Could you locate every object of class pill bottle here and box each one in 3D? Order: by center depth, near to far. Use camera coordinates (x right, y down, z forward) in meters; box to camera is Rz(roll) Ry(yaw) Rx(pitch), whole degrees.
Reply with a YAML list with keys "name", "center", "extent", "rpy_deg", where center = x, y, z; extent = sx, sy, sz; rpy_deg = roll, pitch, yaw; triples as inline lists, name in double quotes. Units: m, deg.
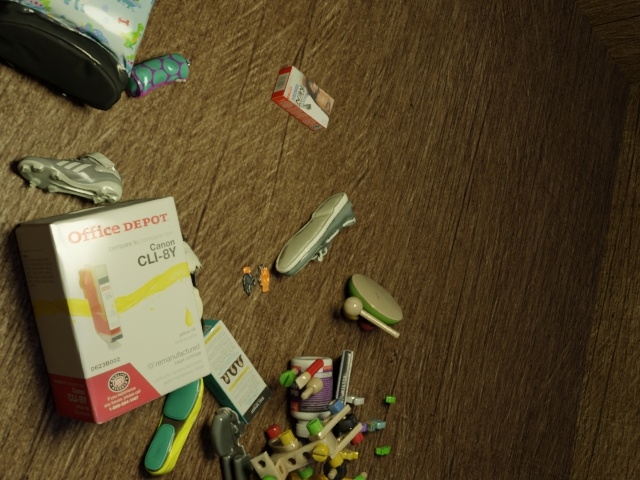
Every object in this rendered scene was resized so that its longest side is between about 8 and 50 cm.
- name: "pill bottle"
  center: [-0.023, 0.397, 1.846]
  extent: [0.108, 0.108, 0.194]
  rpy_deg: [4, 85, -45]

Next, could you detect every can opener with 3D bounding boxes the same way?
- name: "can opener"
  center: [-0.207, 0.520, 1.678]
  extent: [0.093, 0.074, 0.281]
  rpy_deg: [-21, 105, -46]

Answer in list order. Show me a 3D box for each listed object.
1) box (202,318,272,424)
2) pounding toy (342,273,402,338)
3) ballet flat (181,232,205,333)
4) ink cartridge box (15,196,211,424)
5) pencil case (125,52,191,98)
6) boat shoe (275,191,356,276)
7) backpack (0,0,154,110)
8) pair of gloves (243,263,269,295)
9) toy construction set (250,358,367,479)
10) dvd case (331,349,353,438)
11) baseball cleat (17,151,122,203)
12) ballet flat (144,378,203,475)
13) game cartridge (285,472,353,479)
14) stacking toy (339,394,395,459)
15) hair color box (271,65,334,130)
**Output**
- name: "box"
  center: [-0.217, 0.306, 1.687]
  extent: [0.100, 0.060, 0.244]
  rpy_deg: [-48, 120, -35]
- name: "pounding toy"
  center: [0.124, 0.202, 1.997]
  extent: [0.183, 0.110, 0.237]
  rpy_deg: [38, 18, -5]
- name: "ballet flat"
  center: [-0.299, 0.087, 1.592]
  extent: [0.095, 0.096, 0.281]
  rpy_deg: [-18, 100, -44]
- name: "ink cartridge box"
  center: [-0.404, 0.124, 1.437]
  extent: [0.279, 0.160, 0.385]
  rpy_deg: [-18, 101, -44]
- name: "pencil case"
  center: [-0.357, -0.360, 1.582]
  extent: [0.151, 0.064, 0.070]
  rpy_deg: [-34, 86, -41]
- name: "boat shoe"
  center: [0.000, 0.000, 1.889]
  extent: [0.099, 0.116, 0.319]
  rpy_deg: [57, 46, -22]
- name: "backpack"
  center: [-0.445, -0.487, 1.397]
  extent: [0.290, 0.273, 0.356]
  rpy_deg: [31, 54, -33]
- name: "pair of gloves"
  center: [-0.158, 0.096, 1.795]
  extent: [0.083, 0.010, 0.074]
  rpy_deg: [-7, 93, -45]
- name: "toy construction set"
  center: [-0.048, 0.456, 1.669]
  extent: [0.237, 0.257, 0.309]
  rpy_deg: [-28, 116, -66]
- name: "dvd case"
  center: [0.051, 0.413, 1.896]
  extent: [0.179, 0.029, 0.239]
  rpy_deg: [94, 7, -77]
- name: "baseball cleat"
  center: [-0.494, -0.138, 1.440]
  extent: [0.205, 0.072, 0.110]
  rpy_deg: [23, 45, -35]
- name: "ballet flat"
  center: [-0.312, 0.403, 1.588]
  extent: [0.231, 0.077, 0.077]
  rpy_deg: [-68, 151, -20]
- name: "game cartridge"
  center: [0.000, 0.759, 1.889]
  extent: [0.323, 0.052, 0.286]
  rpy_deg: [23, 72, -41]
- name: "stacking toy"
  center: [0.133, 0.520, 2.040]
  extent: [0.221, 0.052, 0.167]
  rpy_deg: [11, 85, -49]
- name: "hair color box"
  center: [-0.045, -0.372, 1.909]
  extent: [0.167, 0.053, 0.093]
  rpy_deg: [31, 65, -41]
